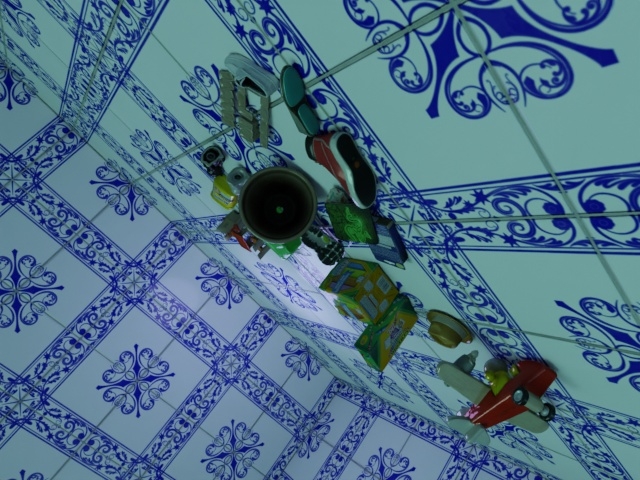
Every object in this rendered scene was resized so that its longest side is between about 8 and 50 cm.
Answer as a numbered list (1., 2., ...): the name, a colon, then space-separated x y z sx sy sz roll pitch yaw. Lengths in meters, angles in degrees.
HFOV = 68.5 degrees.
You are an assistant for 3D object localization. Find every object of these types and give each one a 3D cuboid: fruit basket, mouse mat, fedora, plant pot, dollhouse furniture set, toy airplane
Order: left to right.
1. dollhouse furniture set: -0.419 -0.025 2.401 0.262 0.135 0.259 27 156 29
2. fruit basket: -0.191 -0.058 1.998 0.327 0.165 0.353 45 174 -14
3. plant pot: -0.148 -0.115 1.661 0.263 0.263 0.229 40 176 -3
4. mouse mat: 0.102 -0.053 1.507 0.153 0.007 0.189 7 144 24
5. fedora: 0.474 0.350 1.779 0.194 0.079 0.194 34 159 15
6. toy airplane: 0.626 0.555 1.686 0.385 0.272 0.386 -5 127 16

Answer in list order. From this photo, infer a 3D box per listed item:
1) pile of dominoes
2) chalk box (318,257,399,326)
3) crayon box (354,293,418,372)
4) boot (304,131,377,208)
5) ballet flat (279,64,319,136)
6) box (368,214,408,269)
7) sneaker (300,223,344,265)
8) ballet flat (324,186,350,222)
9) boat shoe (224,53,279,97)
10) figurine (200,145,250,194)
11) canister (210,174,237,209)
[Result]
1. pile of dominoes: -0.229 -0.415 1.463 0.196 0.040 0.251 35 151 12
2. chalk box: 0.129 0.195 1.888 0.289 0.179 0.180 7 142 54
3. crayon box: 0.265 0.361 1.866 0.081 0.278 0.165 20 153 42
4. boot: 0.053 -0.201 1.344 0.176 0.088 0.244 13 141 51
5. ballet flat: -0.070 -0.362 1.231 0.068 0.072 0.213 26 157 40
6. box: 0.209 0.003 1.561 0.136 0.036 0.225 19 150 41
7. sneaker: 0.000 0.000 1.836 0.275 0.107 0.110 47 -175 -41
8. ballet flat: 0.071 -0.077 1.571 0.091 0.077 0.241 19 152 40
9. boat shoe: -0.199 -0.444 1.281 0.184 0.063 0.066 34 159 11
10. figurine: -0.387 -0.271 1.937 0.215 0.092 0.209 38 167 -1
11. canister: -0.429 -0.218 2.114 0.126 0.073 0.170 39 158 -1
